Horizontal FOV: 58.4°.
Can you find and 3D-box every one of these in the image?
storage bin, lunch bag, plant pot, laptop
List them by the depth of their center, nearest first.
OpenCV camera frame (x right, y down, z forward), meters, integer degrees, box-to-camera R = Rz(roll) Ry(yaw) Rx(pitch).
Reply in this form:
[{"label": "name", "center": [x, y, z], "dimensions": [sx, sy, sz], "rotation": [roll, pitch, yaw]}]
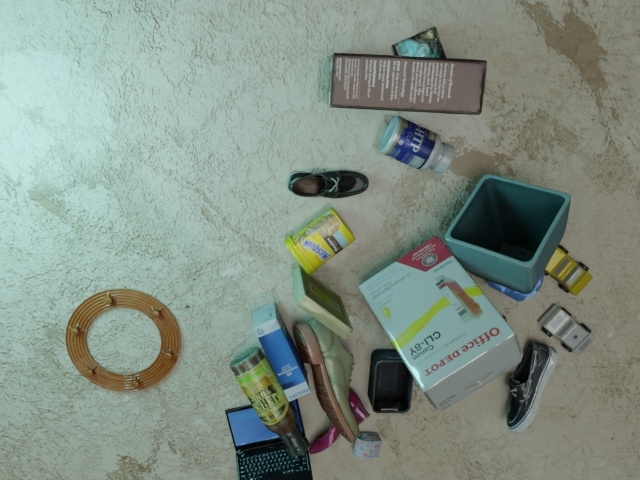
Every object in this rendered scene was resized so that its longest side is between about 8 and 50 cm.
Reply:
[{"label": "plant pot", "center": [0.530, 0.009, 1.590], "dimensions": [0.247, 0.247, 0.252], "rotation": [-54, 141, -20]}, {"label": "laptop", "center": [-0.159, 0.653, 1.781], "dimensions": [0.234, 0.264, 0.136], "rotation": [-12, 142, -2]}, {"label": "storage bin", "center": [0.219, 0.438, 1.786], "dimensions": [0.122, 0.084, 0.180], "rotation": [2, 106, -6]}, {"label": "lunch bag", "center": [0.149, 0.664, 1.858], "dimensions": [0.083, 0.053, 0.071], "rotation": [2, 107, -16]}]

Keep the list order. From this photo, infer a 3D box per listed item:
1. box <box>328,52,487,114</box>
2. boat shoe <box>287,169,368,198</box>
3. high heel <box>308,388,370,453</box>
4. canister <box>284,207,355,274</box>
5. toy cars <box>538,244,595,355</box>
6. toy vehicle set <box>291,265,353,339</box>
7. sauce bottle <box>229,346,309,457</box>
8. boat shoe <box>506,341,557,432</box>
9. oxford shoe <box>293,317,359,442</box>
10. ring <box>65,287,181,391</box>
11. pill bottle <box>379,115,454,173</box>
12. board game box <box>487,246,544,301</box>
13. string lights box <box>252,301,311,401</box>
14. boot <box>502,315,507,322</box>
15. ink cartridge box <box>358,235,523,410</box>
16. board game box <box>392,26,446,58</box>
[{"label": "box", "center": [0.213, -0.407, 1.476], "dimensions": [0.382, 0.191, 0.143], "rotation": [4, 107, 0]}, {"label": "boat shoe", "center": [0.025, -0.154, 1.611], "dimensions": [0.233, 0.079, 0.084], "rotation": [0, 104, -7]}, {"label": "high heel", "center": [0.034, 0.576, 1.821], "dimensions": [0.244, 0.082, 0.117], "rotation": [-41, 82, 17]}, {"label": "canister", "center": [0.000, 0.000, 1.652], "dimensions": [0.170, 0.073, 0.126], "rotation": [-37, 106, 4]}, {"label": "toy cars", "center": [0.769, 0.194, 1.769], "dimensions": [0.177, 0.087, 0.393], "rotation": [-11, 106, -2]}, {"label": "toy vehicle set", "center": [0.000, 0.167, 1.597], "dimensions": [0.166, 0.267, 0.035], "rotation": [38, 98, -13]}, {"label": "sauce bottle", "center": [-0.144, 0.491, 1.726], "dimensions": [0.111, 0.111, 0.344], "rotation": [-31, 95, 3]}, {"label": "boat shoe", "center": [0.646, 0.464, 1.822], "dimensions": [0.102, 0.108, 0.301], "rotation": [20, 100, -10]}, {"label": "oxford shoe", "center": [0.055, 0.412, 1.718], "dimensions": [0.147, 0.140, 0.396], "rotation": [-23, 99, -21]}, {"label": "ring", "center": [-0.587, 0.304, 1.702], "dimensions": [0.337, 0.032, 0.336], "rotation": [-1, 105, -5]}, {"label": "pill bottle", "center": [0.269, -0.259, 1.586], "dimensions": [0.187, 0.112, 0.112], "rotation": [21, 102, -11]}, {"label": "board game box", "center": [0.590, 0.103, 1.747], "dimensions": [0.169, 0.033, 0.133], "rotation": [29, 95, 10]}, {"label": "string lights box", "center": [-0.115, 0.328, 1.699], "dimensions": [0.077, 0.133, 0.259], "rotation": [-23, 106, -1]}, {"label": "boot", "center": [0.521, 0.329, 1.768], "dimensions": [0.197, 0.073, 0.152], "rotation": [-19, 101, -36]}, {"label": "ink cartridge box", "center": [0.323, 0.218, 1.571], "dimensions": [0.279, 0.384, 0.160], "rotation": [-33, 139, 3]}, {"label": "board game box", "center": [0.289, -0.473, 1.574], "dimensions": [0.126, 0.026, 0.186], "rotation": [-24, 106, 2]}]
